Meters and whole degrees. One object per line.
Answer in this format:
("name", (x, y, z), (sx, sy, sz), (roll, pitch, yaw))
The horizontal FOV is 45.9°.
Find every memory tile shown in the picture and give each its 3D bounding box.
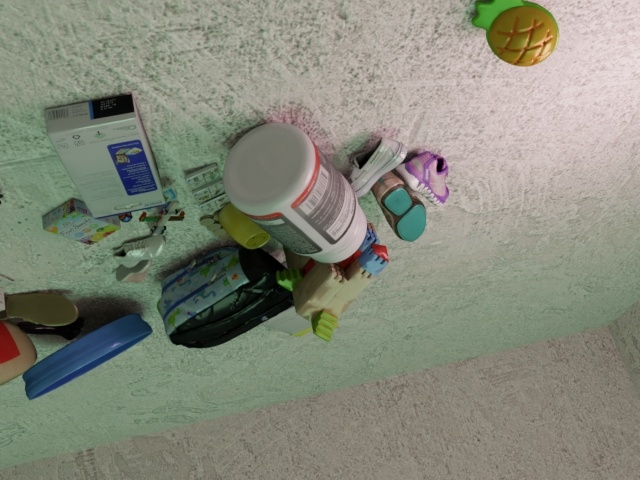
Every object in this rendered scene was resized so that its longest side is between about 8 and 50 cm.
("memory tile", (-0.230, -0.044, 1.917), (0.113, 0.012, 0.148), (-21, 154, 11))

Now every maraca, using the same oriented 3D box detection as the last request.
("maraca", (0.369, -0.401, 1.426), (0.186, 0.099, 0.127), (35, 127, -27))

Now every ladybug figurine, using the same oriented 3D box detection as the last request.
("ladybug figurine", (-0.952, 0.309, 1.942), (0.305, 0.161, 0.449), (0, -169, 34))

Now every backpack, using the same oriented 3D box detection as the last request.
("backpack", (-0.272, 0.159, 2.079), (0.355, 0.273, 0.290), (-43, 153, 5))

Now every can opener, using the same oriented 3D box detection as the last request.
("can opener", (-0.779, 0.251, 2.178), (0.186, 0.073, 0.059), (5, -172, -32))

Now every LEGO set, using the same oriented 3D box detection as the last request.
("LEGO set", (-0.337, -0.092, 1.733), (0.244, 0.060, 0.182), (-26, 156, -7))

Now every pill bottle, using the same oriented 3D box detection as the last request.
("pill bottle", (-0.041, -0.088, 1.671), (0.210, 0.210, 0.363), (-23, 150, 15))

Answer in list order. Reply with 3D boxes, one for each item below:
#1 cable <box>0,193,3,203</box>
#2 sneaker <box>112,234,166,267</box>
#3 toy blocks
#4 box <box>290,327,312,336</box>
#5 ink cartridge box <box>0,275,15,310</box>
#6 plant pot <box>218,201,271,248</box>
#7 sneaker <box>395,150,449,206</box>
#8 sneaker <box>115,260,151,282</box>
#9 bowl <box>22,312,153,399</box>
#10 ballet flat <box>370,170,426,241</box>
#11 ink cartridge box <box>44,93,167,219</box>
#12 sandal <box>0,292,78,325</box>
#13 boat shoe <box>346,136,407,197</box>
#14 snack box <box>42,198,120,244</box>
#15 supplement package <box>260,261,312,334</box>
("cable", (-0.733, -0.072, 1.529), (0.184, 0.047, 0.151), (-30, 147, 34))
("sneaker", (-0.451, 0.024, 1.880), (0.152, 0.053, 0.061), (-25, 151, 21))
("toy blocks", (0.039, 0.037, 1.921), (0.191, 0.381, 0.261), (33, 110, -24))
("box", (-0.019, 0.244, 2.567), (0.058, 0.087, 0.232), (10, 144, -44))
("ink cartridge box", (-0.869, 0.147, 1.872), (0.198, 0.067, 0.115), (-21, 155, 11))
("plant pot", (-0.170, -0.036, 1.842), (0.134, 0.095, 0.134), (-21, 152, -11))
("sneaker", (0.283, -0.161, 1.896), (0.104, 0.095, 0.236), (-44, 152, 14))
("sneaker", (-0.470, 0.074, 1.981), (0.134, 0.051, 0.070), (-29, 154, 34))
("bowl", (-0.678, 0.330, 2.196), (0.391, 0.077, 0.391), (-30, 177, -2))
("ballet flat", (0.197, -0.100, 1.942), (0.108, 0.106, 0.316), (-38, 151, -1))
("ink cartridge box", (-0.416, -0.157, 1.504), (0.165, 0.065, 0.332), (-12, 154, -8))
("sandal", (-0.774, 0.177, 2.016), (0.240, 0.088, 0.079), (5, 180, -25))
("boat shoe", (0.108, -0.178, 1.781), (0.076, 0.083, 0.226), (30, 137, -21))
("snack box", (-0.539, -0.039, 1.710), (0.100, 0.037, 0.141), (-27, 153, 21))
("supplement package", (-0.077, 0.171, 2.299), (0.194, 0.149, 0.203), (-26, 154, 21))
